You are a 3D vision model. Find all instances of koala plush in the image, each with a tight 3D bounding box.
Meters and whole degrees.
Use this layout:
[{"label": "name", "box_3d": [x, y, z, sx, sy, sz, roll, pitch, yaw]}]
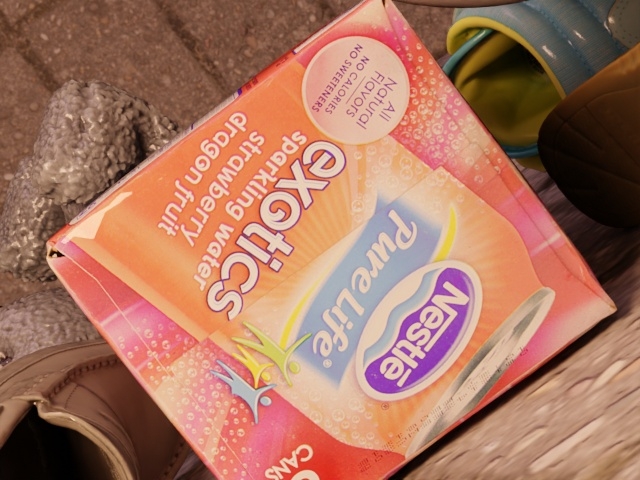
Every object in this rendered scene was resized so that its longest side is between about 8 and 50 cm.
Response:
[{"label": "koala plush", "box_3d": [-0.124, 0.061, 1.117, 0.221, 0.203, 0.196, -62, 7, -25]}]

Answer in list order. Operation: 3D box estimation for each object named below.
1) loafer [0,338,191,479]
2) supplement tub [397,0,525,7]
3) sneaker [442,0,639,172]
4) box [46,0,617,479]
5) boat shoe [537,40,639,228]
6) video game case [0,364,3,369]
[{"label": "loafer", "box_3d": [-0.121, 0.118, 0.838, 0.111, 0.112, 0.319, -12, 13, 24]}, {"label": "supplement tub", "box_3d": [0.071, -0.225, 0.811, 0.235, 0.235, 0.325, -35, 4, 20]}, {"label": "sneaker", "box_3d": [0.153, -0.135, 1.102, 0.208, 0.127, 0.319, -35, 4, 4]}, {"label": "box", "box_3d": [0.000, 0.000, 0.796, 0.154, 0.142, 0.300, -36, 5, 1]}, {"label": "boat shoe", "box_3d": [0.167, -0.076, 0.724, 0.073, 0.080, 0.223, -46, 5, -35]}, {"label": "video game case", "box_3d": [-0.221, 0.166, 0.935, 0.173, 0.022, 0.190, -40, -25, -39]}]
